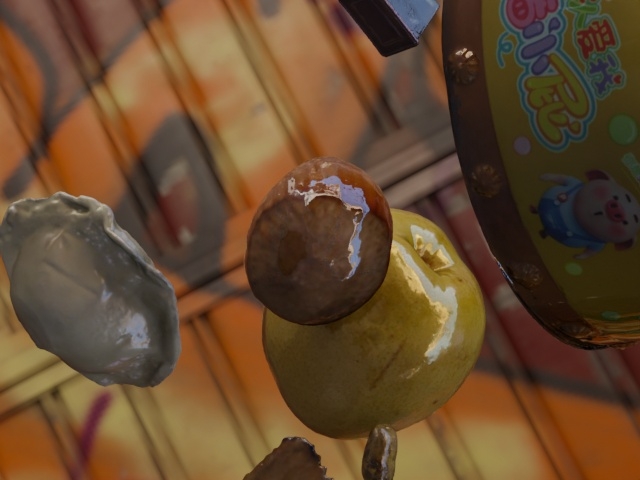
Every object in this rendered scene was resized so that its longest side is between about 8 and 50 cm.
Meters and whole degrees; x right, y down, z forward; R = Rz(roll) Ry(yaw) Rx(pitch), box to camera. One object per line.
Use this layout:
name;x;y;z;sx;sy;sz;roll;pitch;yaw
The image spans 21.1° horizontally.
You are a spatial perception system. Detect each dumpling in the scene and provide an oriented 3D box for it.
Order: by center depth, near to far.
dumpling;-0.238;0.055;1.871;0.258;0.193;0.147;61;36;-17

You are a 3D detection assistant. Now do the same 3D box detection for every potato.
potato;0.073;0.268;2.131;0.051;0.040;0.083;31;66;-70

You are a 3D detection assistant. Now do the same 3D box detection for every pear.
pear;0.067;0.110;2.314;0.314;0.314;0.314;62;3;-6

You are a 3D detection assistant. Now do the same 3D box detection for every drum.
drum;0.284;-0.128;1.352;0.431;0.214;0.431;17;70;-53

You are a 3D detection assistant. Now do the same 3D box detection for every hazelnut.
hazelnut;0.000;0.000;2.104;0.176;0.214;0.214;27;11;-11

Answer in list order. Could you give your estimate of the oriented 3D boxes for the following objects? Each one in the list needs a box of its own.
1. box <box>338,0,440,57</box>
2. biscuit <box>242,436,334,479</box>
box;0.072;-0.241;1.748;0.085;0.063;0.060;49;-33;-18
biscuit;-0.039;0.335;1.592;0.232;0.237;0.013;54;20;25
